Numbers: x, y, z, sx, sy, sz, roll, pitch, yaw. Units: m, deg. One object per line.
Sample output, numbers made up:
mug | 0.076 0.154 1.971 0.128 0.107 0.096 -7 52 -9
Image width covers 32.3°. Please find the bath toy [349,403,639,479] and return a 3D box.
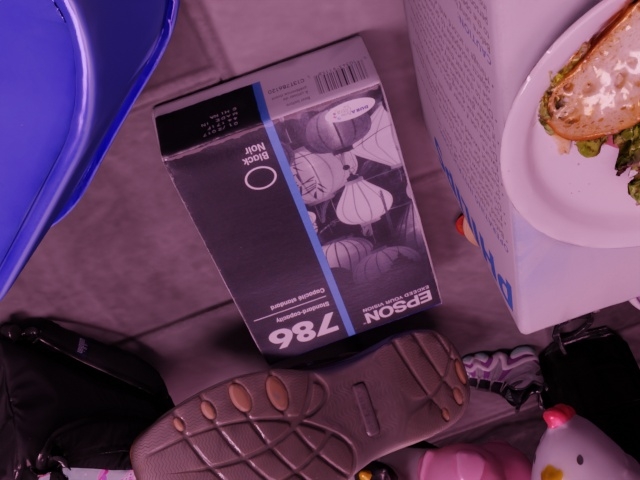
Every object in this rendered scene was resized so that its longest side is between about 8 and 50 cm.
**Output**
bath toy | 0.128 0.227 1.042 0.348 0.151 0.129 -14 112 39

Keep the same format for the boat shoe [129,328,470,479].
boat shoe | -0.019 0.165 0.980 0.325 0.123 0.116 -10 173 -30

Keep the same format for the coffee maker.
coffee maker | 0.284 0.189 1.102 0.120 0.178 0.171 -32 136 15

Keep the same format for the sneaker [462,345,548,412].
sneaker | 0.178 0.145 1.101 0.098 0.069 0.038 -14 138 -4

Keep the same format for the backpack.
backpack | -0.208 0.161 0.949 0.115 0.151 0.182 -35 146 31

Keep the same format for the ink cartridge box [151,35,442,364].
ink cartridge box | 0.000 0.000 0.892 0.166 0.065 0.332 -20 139 2

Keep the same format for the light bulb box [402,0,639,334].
light bulb box | 0.237 -0.174 0.661 0.358 0.225 0.361 -17 137 0

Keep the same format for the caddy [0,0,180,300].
caddy | -0.226 -0.107 0.619 0.241 0.179 0.341 29 125 -13

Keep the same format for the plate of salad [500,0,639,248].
plate of salad | 0.191 -0.059 0.566 0.200 0.048 0.199 -9 137 -9

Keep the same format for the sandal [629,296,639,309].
sandal | 0.469 -0.032 0.983 0.416 0.102 0.169 -32 137 14

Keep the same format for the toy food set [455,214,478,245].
toy food set | 0.158 -0.023 0.950 0.083 0.020 0.083 -36 136 20
